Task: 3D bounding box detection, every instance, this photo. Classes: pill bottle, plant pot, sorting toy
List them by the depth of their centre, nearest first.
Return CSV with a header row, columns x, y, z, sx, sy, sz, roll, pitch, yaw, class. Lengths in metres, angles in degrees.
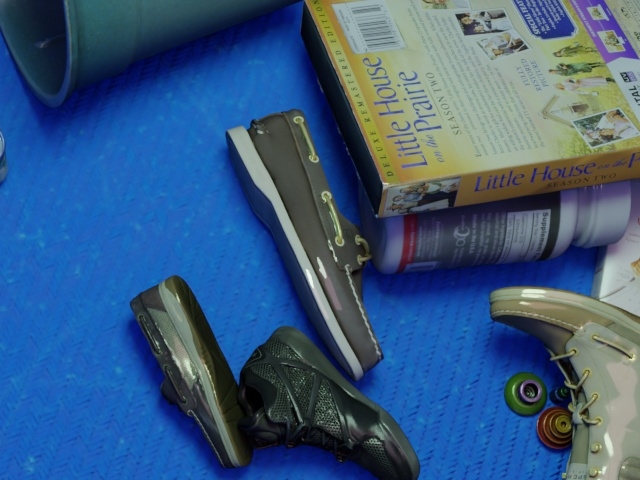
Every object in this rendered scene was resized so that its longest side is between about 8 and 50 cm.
x,y,z,sx,sy,sz,roll,pitch,yaw,class
-0.185,-0.356,1.731,0.334,0.341,0.341,-19,78,-21,plant pot
0.196,-0.052,1.778,0.283,0.161,0.161,-5,75,-11,pill bottle
0.260,0.188,1.783,0.061,0.042,0.102,-39,84,-17,sorting toy

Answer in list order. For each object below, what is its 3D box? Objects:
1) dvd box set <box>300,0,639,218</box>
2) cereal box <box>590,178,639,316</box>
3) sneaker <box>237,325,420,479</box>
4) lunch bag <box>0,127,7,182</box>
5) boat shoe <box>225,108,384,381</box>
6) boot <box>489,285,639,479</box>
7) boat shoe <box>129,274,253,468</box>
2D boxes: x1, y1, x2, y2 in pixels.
x,y,z,sx,sy,sz,roll,pitch,yaw,class
0.218,-0.178,1.744,0.421,0.062,0.307,-10,50,-15,dvd box set
0.418,0.019,1.854,0.173,0.047,0.240,14,73,-5,cereal box
-0.003,0.208,1.698,0.227,0.087,0.130,43,55,7,sneaker
-0.457,-0.139,1.737,0.176,0.090,0.219,-20,77,-11,lunch bag
0.000,0.000,1.759,0.097,0.116,0.324,-24,74,-12,boat shoe
0.289,0.173,1.724,0.262,0.095,0.203,20,77,-15,boot
-0.142,0.151,1.716,0.073,0.080,0.223,-22,91,15,boat shoe
